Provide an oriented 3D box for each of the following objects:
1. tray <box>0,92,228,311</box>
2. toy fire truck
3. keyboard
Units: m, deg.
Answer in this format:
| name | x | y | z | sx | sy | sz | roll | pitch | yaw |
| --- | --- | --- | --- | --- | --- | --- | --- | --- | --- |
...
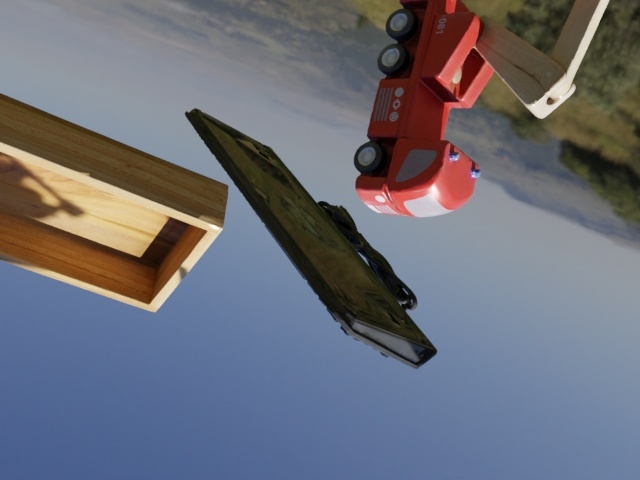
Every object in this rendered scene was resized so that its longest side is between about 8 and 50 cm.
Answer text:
| name | x | y | z | sx | sy | sz | roll | pitch | yaw |
| --- | --- | --- | --- | --- | --- | --- | --- | --- | --- |
| tray | -0.333 | -0.059 | 1.038 | 0.411 | 0.203 | 0.076 | 21 | -132 | -22 |
| toy fire truck | 0.101 | -0.104 | 0.535 | 0.135 | 0.192 | 0.047 | 5 | 166 | 38 |
| keyboard | 0.000 | 0.000 | 0.829 | 0.201 | 0.033 | 0.317 | 25 | -159 | -45 |
